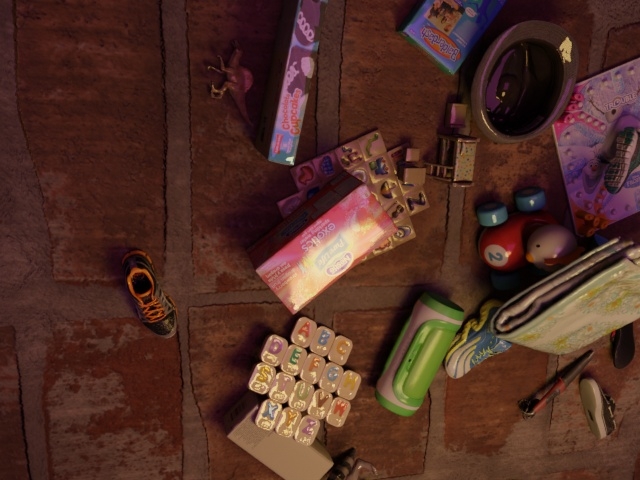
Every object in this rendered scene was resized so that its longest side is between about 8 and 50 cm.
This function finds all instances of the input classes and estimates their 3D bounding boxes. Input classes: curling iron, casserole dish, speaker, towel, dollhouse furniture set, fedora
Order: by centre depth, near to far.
[{"bbox_3d":[0.443,-0.362,1.452,0.243,0.124,0.276,2,114,-12],"label":"fedora"},{"bbox_3d":[0.271,-0.219,1.453,0.160,0.101,0.182,-3,106,-20],"label":"dollhouse furniture set"},{"bbox_3d":[0.625,0.152,1.493,0.320,0.090,0.374,23,130,-40],"label":"towel"},{"bbox_3d":[0.244,0.282,1.589,0.131,0.131,0.297,22,99,-19],"label":"speaker"},{"bbox_3d":[0.744,0.054,1.627,0.114,0.188,0.037,29,119,-10],"label":"casserole dish"},{"bbox_3d":[0.654,0.394,1.764,0.274,0.068,0.035,-40,110,-6],"label":"curling iron"}]

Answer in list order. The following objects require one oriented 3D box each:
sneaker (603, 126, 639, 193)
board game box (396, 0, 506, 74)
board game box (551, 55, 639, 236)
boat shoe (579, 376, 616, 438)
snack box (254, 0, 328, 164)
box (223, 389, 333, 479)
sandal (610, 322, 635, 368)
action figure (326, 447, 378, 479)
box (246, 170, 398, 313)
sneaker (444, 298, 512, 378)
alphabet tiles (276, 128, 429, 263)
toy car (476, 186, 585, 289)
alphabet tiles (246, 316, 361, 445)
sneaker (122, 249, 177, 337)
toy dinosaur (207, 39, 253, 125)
[{"bbox_3d":[0.756,-0.190,1.563,0.076,0.065,0.167,11,104,-21],"label":"sneaker"},{"bbox_3d":[0.294,-0.502,1.416,0.160,0.047,0.210,34,95,-21],"label":"board game box"},{"bbox_3d":[0.789,-0.247,1.613,0.389,0.050,0.390,-23,110,-6],"label":"board game box"},{"bbox_3d":[0.792,0.465,1.809,0.070,0.078,0.219,-25,118,-5],"label":"boat shoe"},{"bbox_3d":[-0.066,-0.328,1.301,0.060,0.187,0.322,9,104,-16],"label":"snack box"},{"bbox_3d":[-0.104,0.496,1.579,0.113,0.094,0.275,-44,111,1],"label":"box"},{"bbox_3d":[0.843,0.269,1.786,0.067,0.040,0.179,2,91,-20],"label":"sandal"},{"bbox_3d":[0.000,0.706,1.639,0.330,0.179,0.341,-29,153,-14],"label":"action figure"},{"bbox_3d":[0.000,0.000,1.419,0.300,0.154,0.142,-39,111,-2],"label":"box"},{"bbox_3d":[0.409,0.264,1.623,0.091,0.126,0.240,27,97,-19],"label":"sneaker"},{"bbox_3d":[0.081,-0.085,1.503,0.342,0.011,0.285,-25,111,-6],"label":"alphabet tiles"},{"bbox_3d":[0.514,0.018,1.519,0.210,0.238,0.219,-20,109,-8],"label":"toy car"},{"bbox_3d":[-0.035,0.340,1.536,0.284,0.021,0.278,30,77,-24],"label":"alphabet tiles"},{"bbox_3d":[-0.381,0.130,1.410,0.084,0.083,0.215,-25,111,-8],"label":"sneaker"},{"bbox_3d":[-0.185,-0.325,1.344,0.092,0.053,0.183,-10,108,-13],"label":"toy dinosaur"}]
